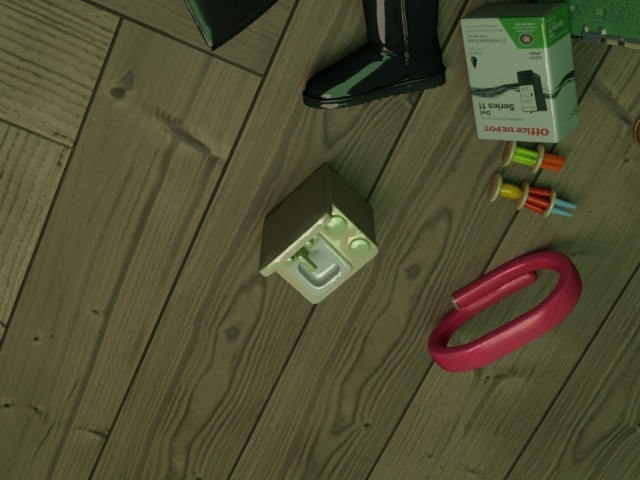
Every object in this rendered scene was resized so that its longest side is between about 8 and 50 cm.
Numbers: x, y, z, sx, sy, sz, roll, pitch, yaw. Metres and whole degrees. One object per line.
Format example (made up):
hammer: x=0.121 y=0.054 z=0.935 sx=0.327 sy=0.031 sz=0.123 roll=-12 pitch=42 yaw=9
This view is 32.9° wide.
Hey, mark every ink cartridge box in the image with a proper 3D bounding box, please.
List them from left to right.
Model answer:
ink cartridge box: x=0.319 y=-0.266 z=1.724 sx=0.153 sy=0.087 sz=0.208 roll=7 pitch=121 yaw=38

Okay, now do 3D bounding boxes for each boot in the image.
boot: x=0.078 y=-0.330 z=1.724 sx=0.246 sy=0.094 sz=0.207 roll=-12 pitch=118 yaw=-2

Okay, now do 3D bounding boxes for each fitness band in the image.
fitness band: x=0.312 y=0.120 z=1.867 sx=0.291 sy=0.209 sz=0.054 roll=-32 pitch=109 yaw=13

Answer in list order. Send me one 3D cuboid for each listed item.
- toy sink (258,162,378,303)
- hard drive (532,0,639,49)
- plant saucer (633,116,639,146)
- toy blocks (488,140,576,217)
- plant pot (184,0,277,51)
toy sink: x=0.000 y=0.000 z=1.799 sx=0.153 sy=0.234 sz=0.131 roll=-42 pitch=108 yaw=16
hard drive: x=0.435 y=-0.458 z=1.602 sx=0.237 sy=0.064 sz=0.339 roll=18 pitch=127 yaw=34
plant saucer: x=0.573 y=-0.188 z=1.836 sx=0.083 sy=0.013 sz=0.083 roll=0 pitch=115 yaw=-1
toy blocks: x=0.377 y=-0.103 z=1.851 sx=0.148 sy=0.054 sz=0.123 roll=15 pitch=114 yaw=-7
plant pot: x=-0.143 y=-0.420 z=1.648 sx=0.167 sy=0.188 sz=0.187 roll=-27 pitch=112 yaw=-3
